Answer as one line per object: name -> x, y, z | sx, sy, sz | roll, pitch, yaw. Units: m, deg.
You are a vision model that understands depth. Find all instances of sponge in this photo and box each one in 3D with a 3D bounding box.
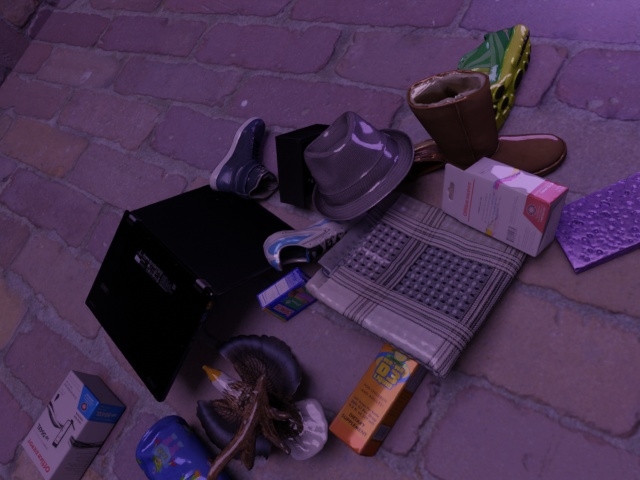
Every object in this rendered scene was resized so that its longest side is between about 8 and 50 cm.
sponge -> 0.507, -0.038, 0.831 | 0.210, 0.031, 0.117 | -27, 56, 16

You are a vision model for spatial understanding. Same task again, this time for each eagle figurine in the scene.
eagle figurine -> -0.135, 0.300, 0.925 | 0.226, 0.298, 0.225 | -19, 86, -14

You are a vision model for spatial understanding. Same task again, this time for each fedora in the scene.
fedora -> 0.053, -0.173, 0.999 | 0.243, 0.124, 0.275 | -38, 26, 13

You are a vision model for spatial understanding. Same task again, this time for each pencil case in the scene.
pencil case -> -0.236, 0.476, 0.927 | 0.306, 0.119, 0.133 | 34, 77, 36

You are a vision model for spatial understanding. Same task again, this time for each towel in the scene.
towel -> 0.169, 0.047, 0.903 | 0.324, 0.056, 0.312 | 27, 64, 35

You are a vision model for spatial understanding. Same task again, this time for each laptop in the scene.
laptop -> -0.294, 0.082, 1.147 | 0.382, 0.236, 0.408 | 35, 101, 36

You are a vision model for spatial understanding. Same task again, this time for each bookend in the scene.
bookend -> -0.024, -0.179, 1.145 | 0.072, 0.156, 0.157 | 15, 119, 33

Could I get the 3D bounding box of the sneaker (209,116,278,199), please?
sneaker -> -0.158, -0.203, 1.233 | 0.163, 0.086, 0.226 | 18, 73, 30

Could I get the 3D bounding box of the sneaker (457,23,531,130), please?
sneaker -> 0.338, -0.321, 1.020 | 0.123, 0.109, 0.295 | 15, 66, 41

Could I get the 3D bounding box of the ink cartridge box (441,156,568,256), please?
ink cartridge box -> 0.316, -0.070, 0.868 | 0.067, 0.115, 0.198 | -33, 47, -30

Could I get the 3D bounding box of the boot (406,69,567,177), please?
boot -> 0.304, -0.197, 0.868 | 0.236, 0.269, 0.089 | -12, 62, 23

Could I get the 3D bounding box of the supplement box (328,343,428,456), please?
supplement box -> 0.117, 0.259, 0.869 | 0.078, 0.080, 0.233 | 30, 80, 34

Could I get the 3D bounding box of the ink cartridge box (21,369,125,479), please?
ink cartridge box -> -0.580, 0.435, 1.151 | 0.148, 0.086, 0.203 | 26, 80, 34

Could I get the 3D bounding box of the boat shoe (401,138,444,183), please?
boat shoe -> 0.178, -0.152, 1.041 | 0.178, 0.064, 0.060 | -23, 56, 14

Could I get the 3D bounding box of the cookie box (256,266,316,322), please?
cookie box -> -0.062, 0.115, 1.025 | 0.107, 0.092, 0.040 | -35, 52, 10

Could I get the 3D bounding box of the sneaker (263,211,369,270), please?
sneaker -> 0.000, 0.000, 1.024 | 0.237, 0.085, 0.086 | -21, 56, -9
